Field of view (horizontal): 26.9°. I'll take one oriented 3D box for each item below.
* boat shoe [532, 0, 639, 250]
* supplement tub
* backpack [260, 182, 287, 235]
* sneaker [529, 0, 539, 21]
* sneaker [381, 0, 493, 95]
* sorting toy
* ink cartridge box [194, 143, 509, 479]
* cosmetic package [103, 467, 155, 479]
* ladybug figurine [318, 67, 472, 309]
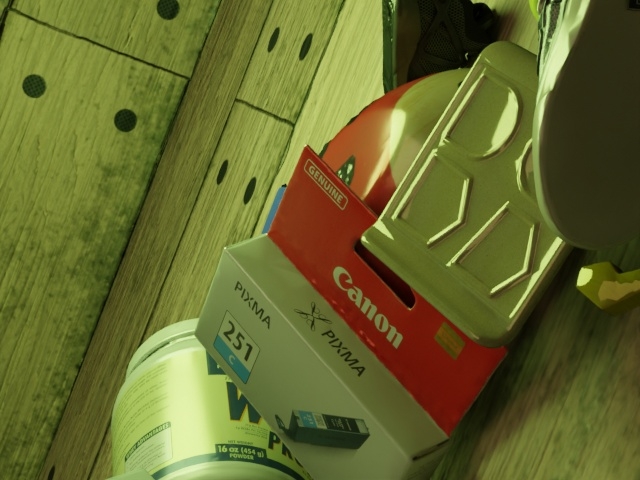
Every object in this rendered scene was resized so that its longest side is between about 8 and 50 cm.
[{"bbox_3d":[0.227,-0.161,1.055,0.158,0.127,0.341,-173,95,-86],"label":"boat shoe"},{"bbox_3d":[-0.125,0.262,1.555,0.235,0.235,0.325,-60,22,25],"label":"supplement tub"},{"bbox_3d":[0.000,0.000,1.646,0.101,0.120,0.098,29,97,60],"label":"backpack"},{"bbox_3d":[0.311,-0.270,1.159,0.295,0.109,0.123,-49,59,33],"label":"sneaker"},{"bbox_3d":[0.137,-0.203,1.553,0.087,0.130,0.228,-105,12,-50],"label":"sneaker"},{"bbox_3d":[0.181,-0.022,1.119,0.229,0.041,0.307,-55,41,6],"label":"sorting toy"},{"bbox_3d":[0.014,0.099,1.302,0.296,0.066,0.261,47,136,25],"label":"ink cartridge box"},{"bbox_3d":[-0.139,0.455,1.306,0.377,0.097,0.284,40,114,25],"label":"cosmetic package"},{"bbox_3d":[0.077,-0.022,1.406,0.449,0.161,0.305,-44,33,50],"label":"ladybug figurine"}]
